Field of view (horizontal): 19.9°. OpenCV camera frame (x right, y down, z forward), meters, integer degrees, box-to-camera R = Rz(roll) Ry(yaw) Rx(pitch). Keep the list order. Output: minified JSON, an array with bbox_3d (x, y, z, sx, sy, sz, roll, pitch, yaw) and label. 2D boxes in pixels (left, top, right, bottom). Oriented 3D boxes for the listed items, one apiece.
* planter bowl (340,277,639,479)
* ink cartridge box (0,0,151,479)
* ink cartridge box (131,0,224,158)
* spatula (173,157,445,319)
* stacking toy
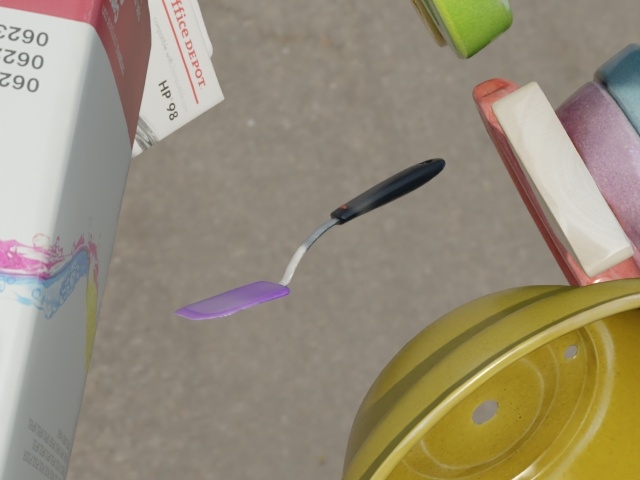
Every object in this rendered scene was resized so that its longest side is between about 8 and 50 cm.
[{"bbox_3d":[0.076,0.083,0.646,0.217,0.217,0.090,41,8,-41],"label":"planter bowl"},{"bbox_3d":[-0.125,-0.001,0.483,0.127,0.128,0.176,101,-2,-77],"label":"ink cartridge box"},{"bbox_3d":[-0.128,-0.108,1.094,0.180,0.060,0.104,-36,124,-28],"label":"ink cartridge box"},{"bbox_3d":[0.000,0.000,1.690,0.296,0.084,0.030,-35,108,-18],"label":"spatula"},{"bbox_3d":[0.124,-0.108,0.866,0.309,0.130,0.279,61,4,7],"label":"stacking toy"}]
